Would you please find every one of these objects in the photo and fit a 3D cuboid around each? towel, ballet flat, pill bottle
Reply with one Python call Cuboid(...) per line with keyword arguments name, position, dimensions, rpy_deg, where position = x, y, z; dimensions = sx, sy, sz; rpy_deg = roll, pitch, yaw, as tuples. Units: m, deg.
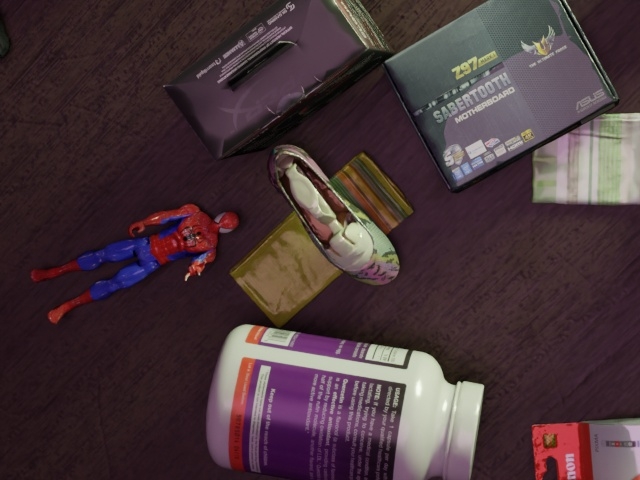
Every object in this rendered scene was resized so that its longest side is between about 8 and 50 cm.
Cuboid(name="towel", position=(0.335, -0.099, 1.804), dimensions=(0.152, 0.023, 0.113), rpy_deg=(0, 95, 9))
Cuboid(name="towel", position=(0.000, 0.000, 1.871), dimensions=(0.237, 0.021, 0.102), rpy_deg=(-42, 88, 11))
Cuboid(name="ballet flat", position=(0.010, -0.026, 1.816), dimensions=(0.077, 0.079, 0.221), rpy_deg=(-40, 92, 11))
Cuboid(name="pill bottle", position=(0.032, 0.213, 1.806), dimensions=(0.322, 0.181, 0.182), rpy_deg=(9, 97, 8))

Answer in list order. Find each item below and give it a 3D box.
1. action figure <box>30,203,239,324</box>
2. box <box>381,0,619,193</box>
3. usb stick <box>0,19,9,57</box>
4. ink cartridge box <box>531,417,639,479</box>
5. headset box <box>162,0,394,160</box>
Cuboid(name="action figure", position=(-0.236, 0.026, 1.858), dimensions=(0.280, 0.139, 0.091), rpy_deg=(-23, 93, 8))
Cuboid(name="box", position=(0.218, -0.191, 1.786), dimensions=(0.232, 0.059, 0.183), rpy_deg=(-28, 82, 11))
Cuboid(name="usb stick", position=(-0.538, -0.230, 1.922), dimensions=(0.278, 0.045, 0.077), rpy_deg=(-21, 99, 11))
Cuboid(name="ink cartridge box", position=(0.358, 0.296, 1.833), dimensions=(0.179, 0.045, 0.145), rpy_deg=(-5, 95, 7))
Cuboid(name="headset box", position=(-0.043, -0.201, 1.718), dimensions=(0.218, 0.293, 0.110), rpy_deg=(-36, 90, 12))
